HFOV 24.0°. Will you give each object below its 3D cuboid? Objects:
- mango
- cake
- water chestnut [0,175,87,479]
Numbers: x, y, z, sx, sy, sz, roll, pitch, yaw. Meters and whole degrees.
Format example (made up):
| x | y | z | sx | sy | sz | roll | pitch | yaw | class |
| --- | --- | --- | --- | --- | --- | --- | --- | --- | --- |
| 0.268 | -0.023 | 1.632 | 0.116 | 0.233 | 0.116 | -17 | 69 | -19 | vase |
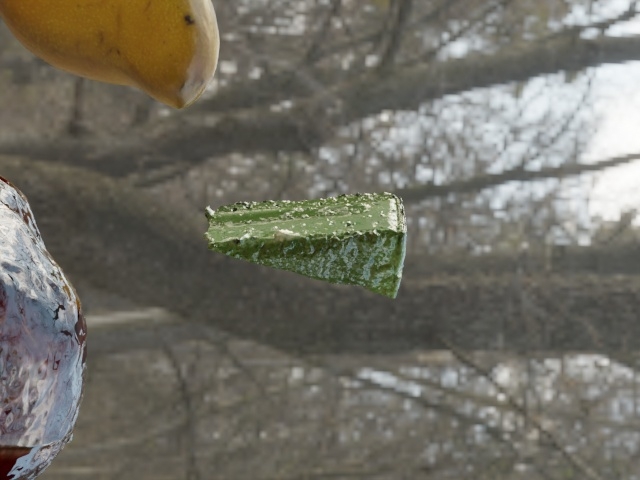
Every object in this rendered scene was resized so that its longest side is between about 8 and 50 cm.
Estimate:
| x | y | z | sx | sy | sz | roll | pitch | yaw | class |
| --- | --- | --- | --- | --- | --- | --- | --- | --- | --- |
| -0.224 | -0.251 | 1.620 | 0.177 | 0.295 | 0.120 | -59 | 168 | 0 | mango |
| -0.017 | 0.011 | 1.770 | 0.100 | 0.235 | 0.099 | -90 | 177 | -59 | cake |
| -0.329 | 0.098 | 1.090 | 0.335 | 0.335 | 0.347 | -156 | -99 | -74 | water chestnut |
